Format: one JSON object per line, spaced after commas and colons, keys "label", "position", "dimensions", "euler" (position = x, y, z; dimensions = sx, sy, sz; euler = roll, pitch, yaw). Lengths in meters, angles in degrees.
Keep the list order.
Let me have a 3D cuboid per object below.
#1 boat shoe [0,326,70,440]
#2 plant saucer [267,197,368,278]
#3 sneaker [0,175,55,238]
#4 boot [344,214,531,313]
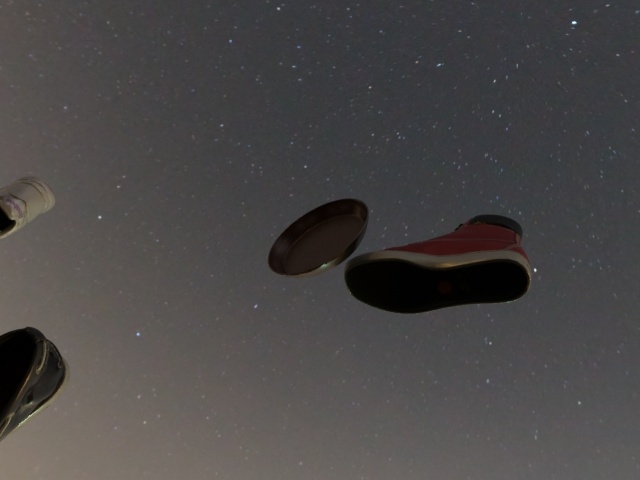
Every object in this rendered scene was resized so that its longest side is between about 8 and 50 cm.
{"label": "boat shoe", "position": [-0.314, 0.167, 0.354], "dimensions": [0.084, 0.233, 0.079], "euler": [35, -37, 4]}
{"label": "plant saucer", "position": [0.000, 0.000, 0.660], "dimensions": [0.168, 0.168, 0.029], "euler": [-15, -57, 29]}
{"label": "sneaker", "position": [-0.749, -0.050, 0.997], "dimensions": [0.305, 0.152, 0.114], "euler": [-21, -65, 21]}
{"label": "boot", "position": [0.165, 0.022, 0.651], "dimensions": [0.244, 0.176, 0.088], "euler": [-5, -66, 21]}
